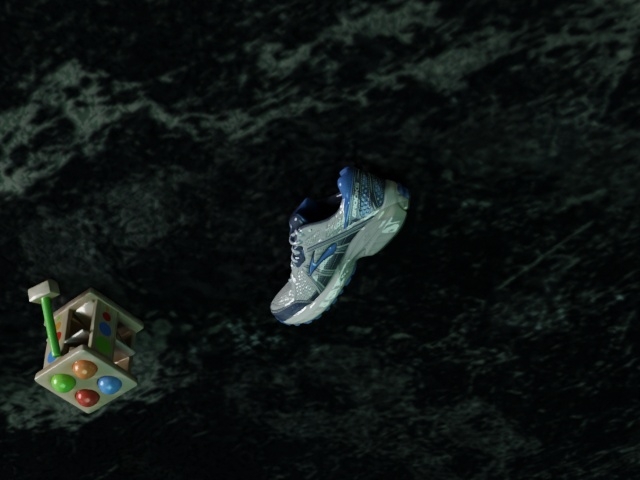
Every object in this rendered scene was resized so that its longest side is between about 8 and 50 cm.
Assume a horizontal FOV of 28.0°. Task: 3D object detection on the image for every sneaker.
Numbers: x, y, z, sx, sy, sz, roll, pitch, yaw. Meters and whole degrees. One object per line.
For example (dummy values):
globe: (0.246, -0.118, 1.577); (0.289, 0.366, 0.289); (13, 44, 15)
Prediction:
sneaker: (0.000, 0.000, 0.856); (0.058, 0.052, 0.135); (31, 120, -16)

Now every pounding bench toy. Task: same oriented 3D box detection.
pounding bench toy: (-0.174, 0.073, 0.906); (0.052, 0.065, 0.083); (-32, 127, 27)
